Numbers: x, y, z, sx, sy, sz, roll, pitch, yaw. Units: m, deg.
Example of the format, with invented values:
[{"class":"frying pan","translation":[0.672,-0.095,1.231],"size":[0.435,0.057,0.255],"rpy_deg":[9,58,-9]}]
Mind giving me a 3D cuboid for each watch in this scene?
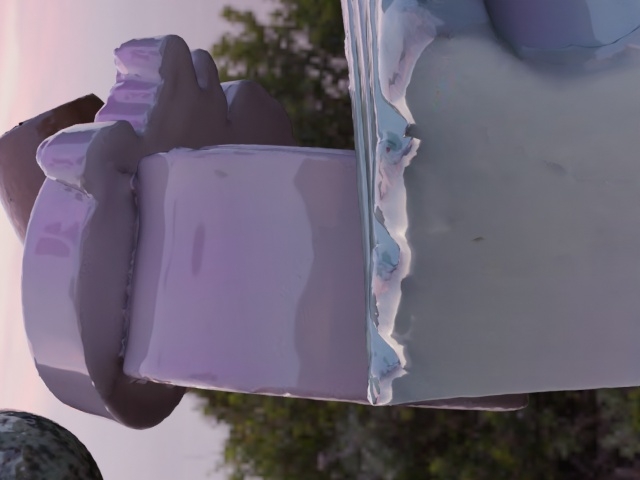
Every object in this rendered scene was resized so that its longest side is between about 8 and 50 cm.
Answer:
[{"class":"watch","translation":[0.000,0.000,0.685],"size":[0.244,0.231,0.196],"rpy_deg":[12,-99,-68]}]

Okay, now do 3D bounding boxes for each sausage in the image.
[{"class":"sausage","translation":[-0.165,0.002,1.070],"size":[0.253,0.123,0.123],"rpy_deg":[57,160,15]}]

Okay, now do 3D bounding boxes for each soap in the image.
[{"class":"soap","translation":[0.057,-0.095,0.483],"size":[0.173,0.095,0.289],"rpy_deg":[91,178,-46]}]

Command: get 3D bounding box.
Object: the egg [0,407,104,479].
[{"class":"egg","translation":[-0.178,0.153,0.725],"size":[0.172,0.132,0.132],"rpy_deg":[-37,44,40]}]
